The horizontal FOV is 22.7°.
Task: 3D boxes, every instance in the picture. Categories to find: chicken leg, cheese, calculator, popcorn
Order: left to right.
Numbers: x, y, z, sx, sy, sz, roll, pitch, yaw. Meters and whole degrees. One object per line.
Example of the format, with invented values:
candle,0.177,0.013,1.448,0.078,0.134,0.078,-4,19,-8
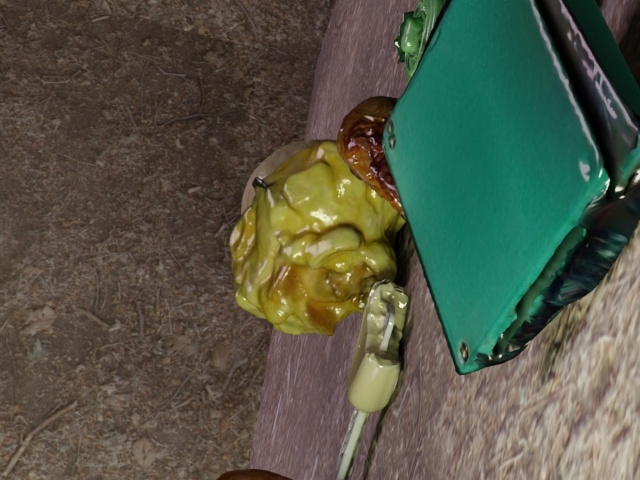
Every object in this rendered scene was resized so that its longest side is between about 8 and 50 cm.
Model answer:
popcorn,0.000,0.000,1.975,0.252,0.215,0.286,-74,5,-46
cheese,0.053,0.172,1.829,0.127,0.050,0.235,-90,15,-63
chicken leg,0.088,-0.044,1.378,0.322,0.083,0.177,49,175,46
calculator,0.134,-0.065,1.113,0.274,0.058,0.248,115,147,-47

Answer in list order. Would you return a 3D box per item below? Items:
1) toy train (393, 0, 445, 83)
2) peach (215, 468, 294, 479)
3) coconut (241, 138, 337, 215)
toy train,0.154,-0.207,1.312,0.188,0.132,0.243,-145,66,-77
peach,-0.064,0.364,1.778,0.235,0.214,0.214,56,-137,-66
coconut,-0.010,-0.041,2.244,0.222,0.202,0.202,138,144,-78
